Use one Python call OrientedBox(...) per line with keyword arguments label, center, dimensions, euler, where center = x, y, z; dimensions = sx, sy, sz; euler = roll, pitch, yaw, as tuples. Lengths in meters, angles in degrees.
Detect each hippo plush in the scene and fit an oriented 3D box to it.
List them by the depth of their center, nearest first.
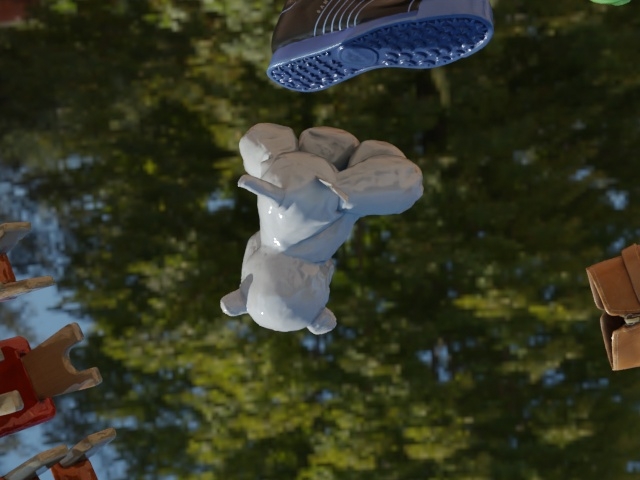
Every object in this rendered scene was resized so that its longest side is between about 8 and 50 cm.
OrientedBox(label="hippo plush", center=(0.000, 0.000, 1.722), dimensions=(0.234, 0.236, 0.294), euler=(6, -161, -5))

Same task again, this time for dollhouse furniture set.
OrientedBox(label="dollhouse furniture set", center=(-0.306, 0.134, 1.127), dimensions=(0.135, 0.262, 0.259), euler=(-26, 174, 23))

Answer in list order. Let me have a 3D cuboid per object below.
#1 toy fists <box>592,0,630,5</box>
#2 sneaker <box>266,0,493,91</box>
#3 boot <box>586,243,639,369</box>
OrientedBox(label="toy fists", center=(0.194, -0.136, 0.542), dimensions=(0.279, 0.096, 0.142), euler=(13, -152, 21))
OrientedBox(label="sneaker", center=(0.049, -0.198, 1.187), dimensions=(0.232, 0.090, 0.081), euler=(-7, 155, 37))
OrientedBox(label="boot", center=(0.439, 0.114, 1.543), dimensions=(0.220, 0.283, 0.109), euler=(-21, -167, 0))
